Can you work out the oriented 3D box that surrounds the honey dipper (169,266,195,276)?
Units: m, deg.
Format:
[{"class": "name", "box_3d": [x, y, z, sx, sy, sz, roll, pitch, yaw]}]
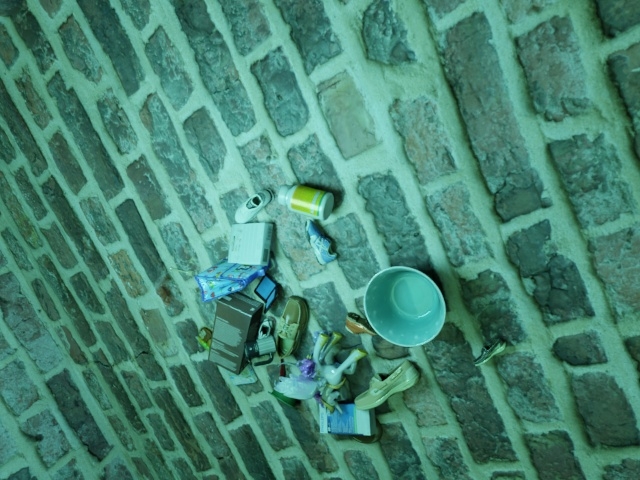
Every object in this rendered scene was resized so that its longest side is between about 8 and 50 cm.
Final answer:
[{"class": "honey dipper", "box_3d": [-0.723, 0.160, 2.181, 0.161, 0.030, 0.030, 8, 111, 25]}]

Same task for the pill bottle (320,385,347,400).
[{"class": "pill bottle", "box_3d": [0.063, 0.731, 2.002, 0.120, 0.067, 0.067, -18, 100, 29]}]

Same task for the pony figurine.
[{"class": "pony figurine", "box_3d": [-0.005, 0.586, 1.880, 0.351, 0.303, 0.363, 23, 101, -1]}]

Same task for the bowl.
[{"class": "bowl", "box_3d": [0.340, 0.232, 1.625, 0.312, 0.163, 0.311, 6, 104, 26]}]

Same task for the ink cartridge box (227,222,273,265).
[{"class": "ink cartridge box", "box_3d": [-0.318, 0.016, 1.895, 0.233, 0.066, 0.188, -2, 80, 45]}]

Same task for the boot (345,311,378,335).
[{"class": "boot", "box_3d": [0.180, 0.383, 1.832, 0.158, 0.059, 0.084, 26, 120, 24]}]

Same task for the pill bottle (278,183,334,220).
[{"class": "pill bottle", "box_3d": [-0.061, -0.161, 1.707, 0.209, 0.117, 0.117, 17, 115, 18]}]

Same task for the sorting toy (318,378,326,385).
[{"class": "sorting toy", "box_3d": [0.021, 0.654, 2.015, 0.084, 0.045, 0.075, -7, 86, 27]}]

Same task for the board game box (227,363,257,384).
[{"class": "board game box", "box_3d": [-0.421, 0.715, 2.242, 0.154, 0.026, 0.103, -18, 100, 29]}]

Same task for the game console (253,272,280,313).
[{"class": "game console", "box_3d": [-0.257, 0.249, 1.968, 0.085, 0.124, 0.144, 26, 121, -16]}]

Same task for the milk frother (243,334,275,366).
[{"class": "milk frother", "box_3d": [-0.292, 0.525, 1.997, 0.143, 0.135, 0.129, 169, 92, -70]}]

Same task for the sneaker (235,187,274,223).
[{"class": "sneaker", "box_3d": [-0.310, -0.147, 1.842, 0.235, 0.095, 0.090, -38, 92, 32]}]

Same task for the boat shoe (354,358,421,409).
[{"class": "boat shoe", "box_3d": [0.275, 0.631, 1.846, 0.341, 0.122, 0.110, -37, 86, 20]}]

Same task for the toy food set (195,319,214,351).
[{"class": "toy food set", "box_3d": [-0.603, 0.518, 2.248, 0.132, 0.038, 0.192, 44, 120, 5]}]

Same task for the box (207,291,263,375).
[{"class": "box", "box_3d": [-0.425, 0.456, 2.086, 0.191, 0.143, 0.381, 23, 117, 14]}]

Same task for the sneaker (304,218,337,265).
[{"class": "sneaker", "box_3d": [0.000, 0.000, 1.768, 0.081, 0.080, 0.211, -19, 109, 23]}]

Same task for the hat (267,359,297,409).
[{"class": "hat", "box_3d": [-0.152, 0.728, 2.126, 0.173, 0.183, 0.208, 22, 158, 24]}]

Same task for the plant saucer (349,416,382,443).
[{"class": "plant saucer", "box_3d": [0.198, 0.905, 2.021, 0.199, 0.036, 0.198, 8, 111, 23]}]

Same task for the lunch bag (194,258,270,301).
[{"class": "lunch bag", "box_3d": [-0.376, 0.167, 1.910, 0.294, 0.221, 0.138, -9, 104, 27]}]

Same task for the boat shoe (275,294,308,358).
[{"class": "boat shoe", "box_3d": [-0.140, 0.414, 1.950, 0.123, 0.120, 0.323, 17, 115, 19]}]

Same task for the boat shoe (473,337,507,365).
[{"class": "boat shoe", "box_3d": [0.651, 0.430, 1.633, 0.049, 0.056, 0.152, 47, 111, 8]}]

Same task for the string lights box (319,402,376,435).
[{"class": "string lights box", "box_3d": [0.124, 0.836, 1.975, 0.260, 0.077, 0.133, -11, 72, 28]}]

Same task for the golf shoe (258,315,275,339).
[{"class": "golf shoe", "box_3d": [-0.278, 0.458, 2.050, 0.068, 0.086, 0.185, 23, 118, 15]}]
